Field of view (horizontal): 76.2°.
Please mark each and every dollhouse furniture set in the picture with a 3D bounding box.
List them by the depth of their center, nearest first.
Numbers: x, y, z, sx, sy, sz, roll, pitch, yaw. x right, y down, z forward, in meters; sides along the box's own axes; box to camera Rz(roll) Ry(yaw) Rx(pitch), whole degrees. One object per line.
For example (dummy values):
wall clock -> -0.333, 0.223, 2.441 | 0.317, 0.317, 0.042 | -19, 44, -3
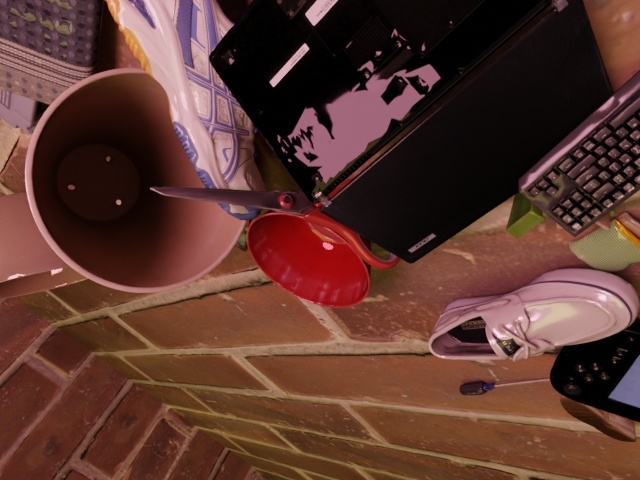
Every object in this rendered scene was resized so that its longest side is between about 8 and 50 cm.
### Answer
dollhouse furniture set -> 0.272, -0.001, 0.419 | 0.151, 0.059, 0.076 | 32, 144, -2

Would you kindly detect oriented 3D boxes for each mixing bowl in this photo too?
mixing bowl -> 0.000, 0.000, 0.570 | 0.181, 0.098, 0.182 | 19, 142, 16

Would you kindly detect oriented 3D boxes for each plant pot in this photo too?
plant pot -> -0.276, -0.080, 0.577 | 0.273, 0.256, 0.257 | 9, 141, 49
plant pot -> -0.637, 0.004, 0.902 | 0.284, 0.284, 0.191 | -23, 83, 47

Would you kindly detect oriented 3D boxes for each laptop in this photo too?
laptop -> 0.080, -0.133, 0.359 | 0.234, 0.136, 0.264 | -39, 83, 25

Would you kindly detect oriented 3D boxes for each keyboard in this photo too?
keyboard -> 0.266, -0.074, 0.326 | 0.108, 0.023, 0.180 | 36, 125, -6

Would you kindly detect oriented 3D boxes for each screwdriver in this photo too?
screwdriver -> 0.318, 0.252, 0.718 | 0.170, 0.024, 0.025 | -37, 79, 44

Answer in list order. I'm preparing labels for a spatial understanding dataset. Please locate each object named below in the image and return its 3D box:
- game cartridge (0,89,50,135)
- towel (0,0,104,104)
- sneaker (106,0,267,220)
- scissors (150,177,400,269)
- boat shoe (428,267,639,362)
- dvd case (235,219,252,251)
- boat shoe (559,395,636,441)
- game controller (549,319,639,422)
game cartridge -> -0.479, -0.296, 0.591 | 0.196, 0.060, 0.294 | 42, 142, -20
towel -> -0.396, -0.312, 0.417 | 0.324, 0.056, 0.312 | 18, 140, -22
sneaker -> -0.097, -0.154, 0.427 | 0.112, 0.130, 0.297 | 57, 170, 52
scissors -> -0.022, -0.048, 0.455 | 0.296, 0.109, 0.021 | 18, 158, -20
boat shoe -> 0.244, 0.109, 0.517 | 0.096, 0.088, 0.267 | 56, 145, -8
dvd case -> -0.161, -0.035, 0.710 | 0.087, 0.013, 0.119 | 26, 142, 5
boat shoe -> 0.426, 0.260, 0.628 | 0.135, 0.045, 0.050 | 34, 151, -12
game controller -> 0.468, 0.185, 0.497 | 0.318, 0.067, 0.167 | 14, 140, 20
